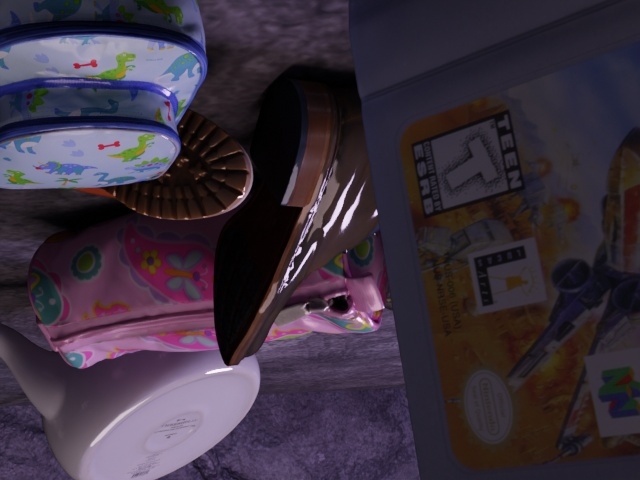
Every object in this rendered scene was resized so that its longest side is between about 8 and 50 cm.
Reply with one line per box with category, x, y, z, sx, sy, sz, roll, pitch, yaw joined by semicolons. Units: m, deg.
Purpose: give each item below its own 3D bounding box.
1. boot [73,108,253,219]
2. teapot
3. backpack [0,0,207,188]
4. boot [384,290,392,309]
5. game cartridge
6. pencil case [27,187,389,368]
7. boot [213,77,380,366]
boot;-0.091;-0.044;0.496;0.158;0.059;0.084;13;-179;30
teapot;-0.200;0.138;0.984;0.252;0.187;0.256;-31;151;-10
backpack;-0.100;-0.071;0.376;0.105;0.084;0.114;-3;162;-24
boot;0.005;0.030;0.857;0.229;0.091;0.263;-7;163;27
game cartridge;0.118;0.004;0.327;0.198;0.297;0.062;-18;165;39
pencil case;-0.083;0.028;0.690;0.284;0.124;0.124;-8;166;18
boot;0.000;0.000;0.563;0.106;0.082;0.219;-1;134;-27
